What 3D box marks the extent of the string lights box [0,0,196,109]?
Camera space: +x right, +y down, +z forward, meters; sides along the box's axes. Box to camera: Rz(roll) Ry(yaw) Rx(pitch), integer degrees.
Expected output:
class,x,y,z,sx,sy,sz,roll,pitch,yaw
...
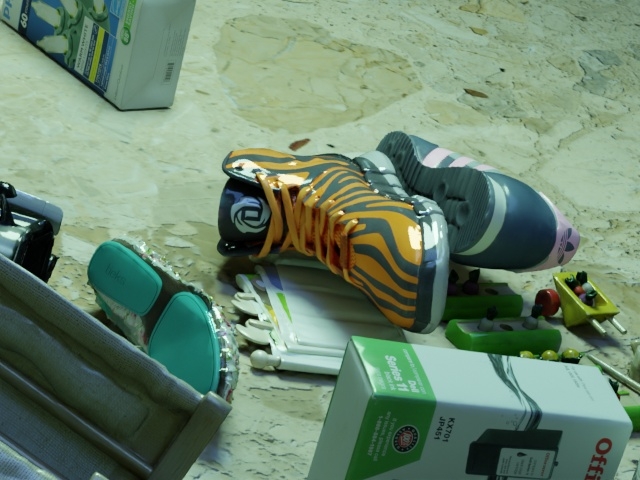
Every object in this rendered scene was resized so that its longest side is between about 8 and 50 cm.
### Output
class,x,y,z,sx,sy,sz,roll,pitch,yaw
string lights box,-0.254,-0.261,2.191,0.077,0.133,0.259,-8,32,-41

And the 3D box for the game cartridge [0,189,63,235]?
class,x,y,z,sx,sy,sz,roll,pitch,yaw
game cartridge,-0.258,-0.028,1.641,0.083,0.017,0.056,19,-15,-7

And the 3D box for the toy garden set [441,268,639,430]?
class,x,y,z,sx,sy,sz,roll,pitch,yaw
toy garden set,0.232,0.092,1.817,0.204,0.049,0.244,-1,28,-33

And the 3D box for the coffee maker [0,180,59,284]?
class,x,y,z,sx,sy,sz,roll,pitch,yaw
coffee maker,-0.320,0.012,1.599,0.178,0.120,0.171,17,-17,2

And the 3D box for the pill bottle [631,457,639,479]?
class,x,y,z,sx,sy,sz,roll,pitch,yaw
pill bottle,0.287,0.192,1.405,0.131,0.229,0.131,14,24,-6

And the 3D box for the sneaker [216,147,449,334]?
class,x,y,z,sx,sy,sz,roll,pitch,yaw
sneaker,0.000,0.000,1.767,0.180,0.124,0.321,2,16,-16

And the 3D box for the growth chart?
class,x,y,z,sx,sy,sz,roll,pitch,yaw
growth chart,0.000,0.065,1.770,0.172,0.021,0.237,11,24,-10

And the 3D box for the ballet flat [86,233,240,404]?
class,x,y,z,sx,sy,sz,roll,pitch,yaw
ballet flat,-0.114,0.072,1.617,0.077,0.091,0.241,27,15,-42

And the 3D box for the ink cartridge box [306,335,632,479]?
class,x,y,z,sx,sy,sz,roll,pitch,yaw
ink cartridge box,0.109,0.165,1.451,0.208,0.153,0.087,7,26,-17

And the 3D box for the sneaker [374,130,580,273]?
class,x,y,z,sx,sy,sz,roll,pitch,yaw
sneaker,0.140,-0.027,1.931,0.131,0.112,0.319,19,8,-23

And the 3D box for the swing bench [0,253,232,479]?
class,x,y,z,sx,sy,sz,roll,pitch,yaw
swing bench,-0.222,0.121,1.125,0.253,0.165,0.255,35,20,2

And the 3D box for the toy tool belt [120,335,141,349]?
class,x,y,z,sx,sy,sz,roll,pitch,yaw
toy tool belt,-0.161,0.104,1.538,0.052,0.051,0.083,-27,32,-5
